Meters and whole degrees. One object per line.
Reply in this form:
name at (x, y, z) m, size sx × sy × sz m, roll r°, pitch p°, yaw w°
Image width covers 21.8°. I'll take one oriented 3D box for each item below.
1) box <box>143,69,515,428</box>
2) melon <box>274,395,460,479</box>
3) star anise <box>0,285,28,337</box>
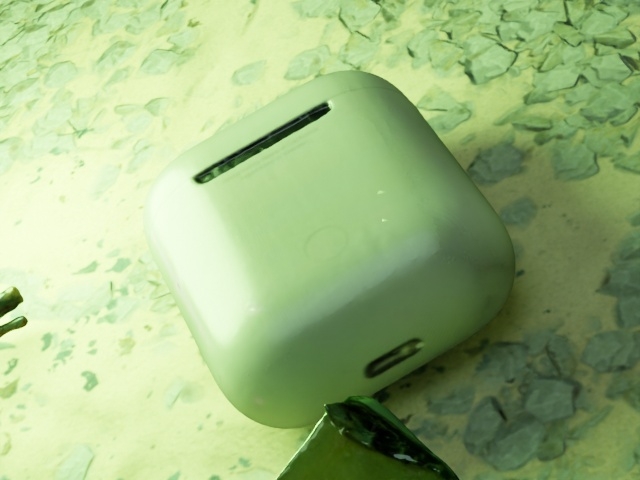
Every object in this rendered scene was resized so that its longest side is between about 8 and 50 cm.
box at (0.000, -0.001, 1.520) m, size 0.289 × 0.141 × 0.349 m, roll -31°, pitch 42°, yaw -1°
melon at (-0.005, 0.287, 1.115) m, size 0.343 × 0.226 × 0.331 m, roll -54°, pitch 30°, yaw 5°
star anise at (-0.396, 0.170, 1.573) m, size 0.237 × 0.148 × 0.346 m, roll 24°, pitch 58°, yaw 17°
